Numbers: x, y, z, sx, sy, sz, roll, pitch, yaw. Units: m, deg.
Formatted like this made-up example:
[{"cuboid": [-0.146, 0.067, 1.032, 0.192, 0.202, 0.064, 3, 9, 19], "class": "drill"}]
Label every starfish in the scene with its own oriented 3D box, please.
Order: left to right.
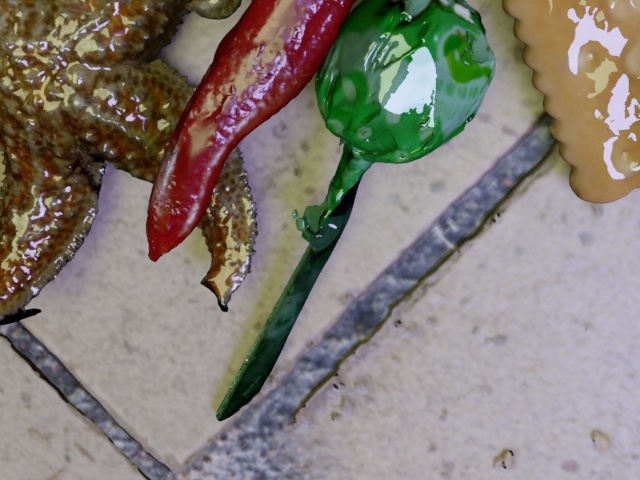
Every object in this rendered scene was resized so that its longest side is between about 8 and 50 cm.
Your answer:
[{"cuboid": [-0.181, -0.086, 0.449, 0.312, 0.113, 0.303, 14, 104, 6], "class": "starfish"}]

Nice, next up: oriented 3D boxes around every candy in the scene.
[{"cuboid": [-0.002, 0.000, 0.447, 0.097, 0.097, 0.323, 29, 114, 5], "class": "candy"}]

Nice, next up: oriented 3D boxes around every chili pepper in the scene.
[{"cuboid": [-0.031, -0.099, 0.377, 0.059, 0.050, 0.268, 43, 103, 30], "class": "chili pepper"}]

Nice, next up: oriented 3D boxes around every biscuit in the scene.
[{"cuboid": [0.169, -0.149, 0.362, 0.160, 0.030, 0.249, -22, 110, 11], "class": "biscuit"}]
